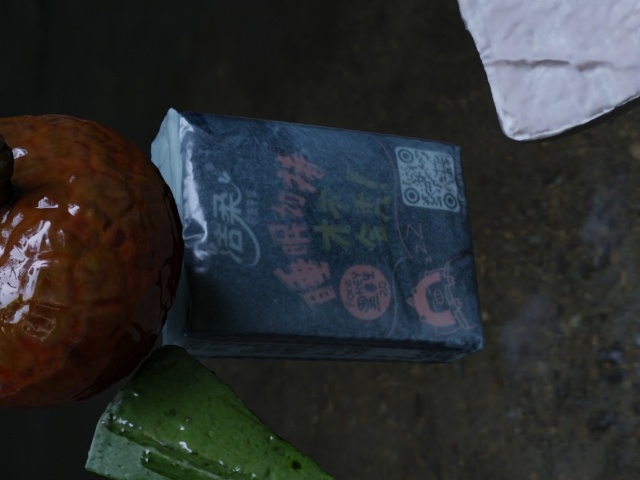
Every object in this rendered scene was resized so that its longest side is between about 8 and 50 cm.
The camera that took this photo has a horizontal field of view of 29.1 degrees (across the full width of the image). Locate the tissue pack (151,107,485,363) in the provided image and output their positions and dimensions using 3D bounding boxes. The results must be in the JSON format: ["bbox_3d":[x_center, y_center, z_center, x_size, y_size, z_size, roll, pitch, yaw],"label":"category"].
[{"bbox_3d":[0.000,0.000,1.199,0.103,0.316,0.228,139,131,-58],"label":"tissue pack"}]

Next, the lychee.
[{"bbox_3d":[-0.230,0.015,0.956,0.255,0.300,0.255,-5,68,12],"label":"lychee"}]

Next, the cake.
[{"bbox_3d":[-0.076,0.196,0.979,0.235,0.099,0.100,38,138,14],"label":"cake"}]

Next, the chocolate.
[{"bbox_3d":[0.195,-0.203,0.981,0.157,0.080,0.254,-25,69,27],"label":"chocolate"}]
